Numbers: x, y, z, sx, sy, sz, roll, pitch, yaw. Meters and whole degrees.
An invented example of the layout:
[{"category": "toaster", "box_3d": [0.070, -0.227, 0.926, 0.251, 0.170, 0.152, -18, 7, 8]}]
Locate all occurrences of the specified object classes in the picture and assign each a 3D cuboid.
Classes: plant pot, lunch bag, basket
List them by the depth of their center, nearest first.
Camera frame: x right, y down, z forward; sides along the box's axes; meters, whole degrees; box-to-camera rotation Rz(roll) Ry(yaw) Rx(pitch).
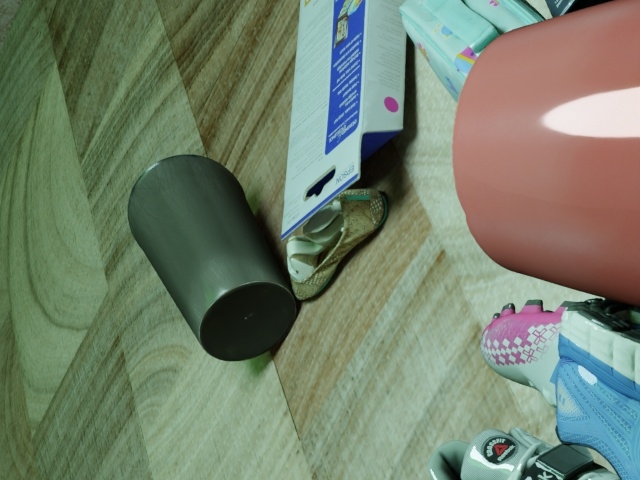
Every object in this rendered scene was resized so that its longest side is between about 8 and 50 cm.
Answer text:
[{"category": "plant pot", "box_3d": [0.249, -0.068, 1.276, 0.243, 0.275, 0.275, 4, 80, 42]}, {"category": "lunch bag", "box_3d": [0.186, -0.134, 1.550, 0.108, 0.224, 0.279, -37, 32, 1]}, {"category": "basket", "box_3d": [-0.129, 0.033, 2.154, 0.154, 0.204, 0.227, -30, 45, -2]}]

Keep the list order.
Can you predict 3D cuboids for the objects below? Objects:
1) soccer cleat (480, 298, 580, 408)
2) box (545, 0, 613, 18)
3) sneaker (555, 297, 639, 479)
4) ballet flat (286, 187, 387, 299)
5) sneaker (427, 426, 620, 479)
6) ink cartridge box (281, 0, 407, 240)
[{"category": "soccer cleat", "box_3d": [0.236, 0.124, 1.456, 0.331, 0.116, 0.143, -10, 70, 61]}, {"category": "box", "box_3d": [0.269, -0.274, 1.541, 0.108, 0.153, 0.207, -55, 35, 35]}, {"category": "sneaker", "box_3d": [0.308, 0.160, 1.244, 0.330, 0.130, 0.147, 27, 115, 39]}, {"category": "ballet flat", "box_3d": [0.000, 0.000, 2.017, 0.206, 0.067, 0.073, -50, 41, 42]}, {"category": "sneaker", "box_3d": [0.185, 0.225, 1.421, 0.122, 0.146, 0.330, -47, 15, -21]}, {"category": "ink cartridge box", "box_3d": [0.030, -0.184, 2.019, 0.176, 0.069, 0.371, -38, 38, 50]}]
